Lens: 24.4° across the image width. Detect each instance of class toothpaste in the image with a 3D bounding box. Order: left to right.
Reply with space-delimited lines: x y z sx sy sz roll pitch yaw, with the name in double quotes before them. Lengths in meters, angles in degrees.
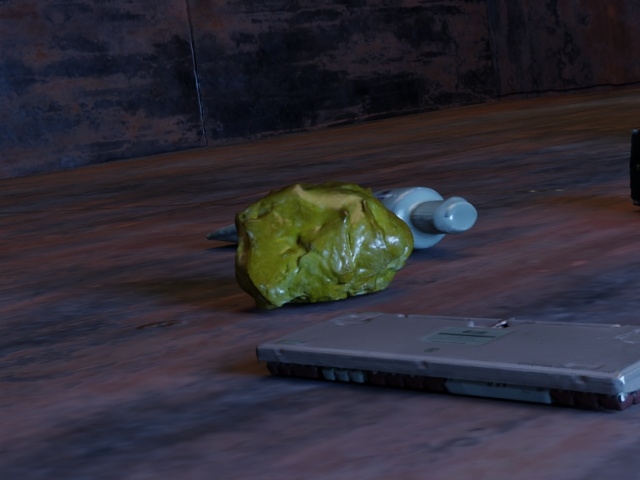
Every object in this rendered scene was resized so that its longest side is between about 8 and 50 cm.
"toothpaste" 0.011 -0.010 0.922 0.067 0.037 0.255 -11 4 -31

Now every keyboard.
"keyboard" 0.051 0.040 0.507 0.055 0.017 0.166 -18 12 -41

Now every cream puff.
"cream puff" 0.000 0.000 0.716 0.083 0.058 0.083 0 11 36

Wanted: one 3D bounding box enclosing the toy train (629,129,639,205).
"toy train" 0.243 -0.037 0.837 0.051 0.052 0.234 -3 5 -12
